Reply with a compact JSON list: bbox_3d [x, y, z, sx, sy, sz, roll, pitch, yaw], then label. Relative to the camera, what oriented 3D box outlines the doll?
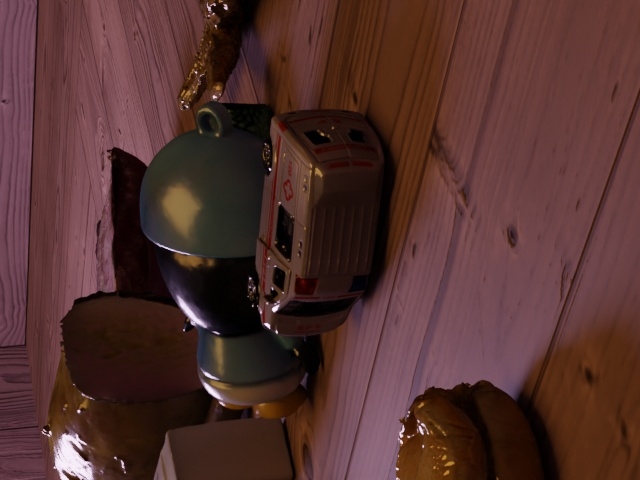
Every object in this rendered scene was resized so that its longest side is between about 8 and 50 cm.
[{"bbox_3d":[-0.078,0.017,1.732,0.177,0.141,0.314,13,125,33],"label":"doll"}]

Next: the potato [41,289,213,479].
[{"bbox_3d":[-0.217,0.212,2.185,0.229,0.229,0.266,-111,19,-48],"label":"potato"}]

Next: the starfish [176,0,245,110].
[{"bbox_3d":[-0.105,-0.252,1.921,0.302,0.060,0.299,-112,29,-65],"label":"starfish"}]

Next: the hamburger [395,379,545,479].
[{"bbox_3d":[0.097,0.167,1.219,0.138,0.083,0.147,99,162,-53],"label":"hamburger"}]

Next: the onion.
[{"bbox_3d":[-0.221,0.042,2.339,0.250,0.111,0.247,109,158,-52],"label":"onion"}]

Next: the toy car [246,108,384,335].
[{"bbox_3d":[0.000,0.000,1.534,0.108,0.089,0.210,-125,37,-54],"label":"toy car"}]

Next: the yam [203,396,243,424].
[{"bbox_3d":[-0.137,0.264,2.114,0.045,0.045,0.327,62,142,44],"label":"yam"}]

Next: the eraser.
[{"bbox_3d":[-0.115,0.282,1.976,0.279,0.124,0.081,109,152,-58],"label":"eraser"}]

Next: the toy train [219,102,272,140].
[{"bbox_3d":[-0.077,-0.062,1.857,0.099,0.070,0.172,139,127,-61],"label":"toy train"}]
